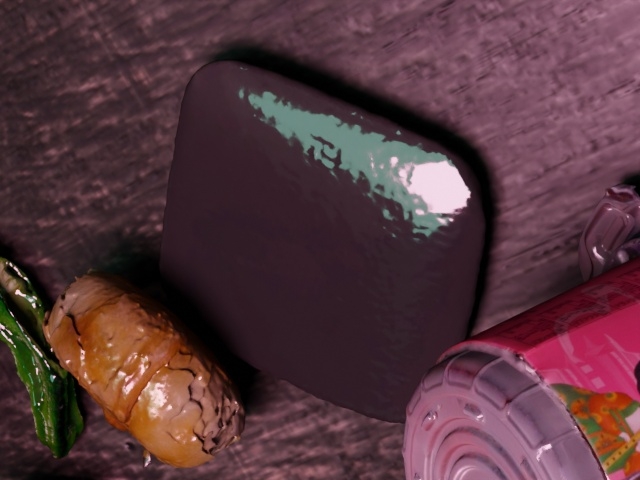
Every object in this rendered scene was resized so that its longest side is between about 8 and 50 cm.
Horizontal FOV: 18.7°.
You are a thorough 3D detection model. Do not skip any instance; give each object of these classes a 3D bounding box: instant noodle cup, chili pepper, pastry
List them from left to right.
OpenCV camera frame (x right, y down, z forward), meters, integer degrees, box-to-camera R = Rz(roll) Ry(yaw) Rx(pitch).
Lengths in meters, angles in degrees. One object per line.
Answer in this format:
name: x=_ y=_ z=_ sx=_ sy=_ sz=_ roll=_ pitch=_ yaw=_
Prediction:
chili pepper: x=-0.210 y=0.068 z=1.338 sx=0.073 sy=0.050 sz=0.182 roll=-28 pitch=100 yaw=26
pastry: x=-0.112 y=0.083 z=1.242 sx=0.081 sy=0.153 sz=0.153 roll=-38 pitch=92 yaw=-7
instant noodle cup: x=0.159 y=0.124 z=1.028 sx=0.302 sy=0.181 sz=0.258 roll=53 pitch=148 yaw=35

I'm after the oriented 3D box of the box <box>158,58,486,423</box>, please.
box: x=0.000 y=0.000 z=1.203 sx=0.212 sy=0.042 sz=0.201 roll=22 pitch=119 yaw=17
